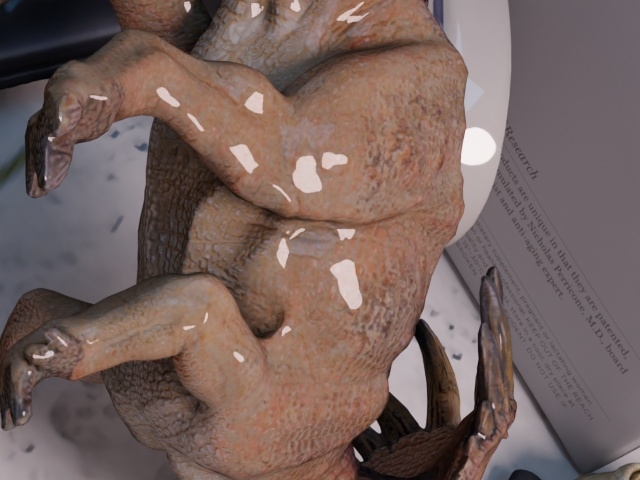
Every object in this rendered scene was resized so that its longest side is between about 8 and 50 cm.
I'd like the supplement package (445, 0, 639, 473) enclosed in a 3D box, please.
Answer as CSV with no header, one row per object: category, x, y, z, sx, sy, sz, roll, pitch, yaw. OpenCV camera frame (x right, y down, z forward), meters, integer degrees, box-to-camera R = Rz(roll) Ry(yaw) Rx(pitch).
supplement package,0.192,-0.064,0.512,0.177,0.293,0.175,-19,72,-36

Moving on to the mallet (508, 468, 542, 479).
mallet,0.039,0.149,0.465,0.062,0.039,0.189,51,47,7

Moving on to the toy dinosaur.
toy dinosaur,0.000,0.000,0.408,0.200,0.296,0.127,3,17,-24

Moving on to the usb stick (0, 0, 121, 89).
usb stick,-0.186,-0.069,0.461,0.278,0.045,0.077,-21,80,-37

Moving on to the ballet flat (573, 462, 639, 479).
ballet flat,0.170,0.121,0.539,0.168,0.052,0.057,12,55,-26

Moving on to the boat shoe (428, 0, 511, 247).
boat shoe,-0.038,-0.145,0.554,0.158,0.127,0.340,4,52,-21
